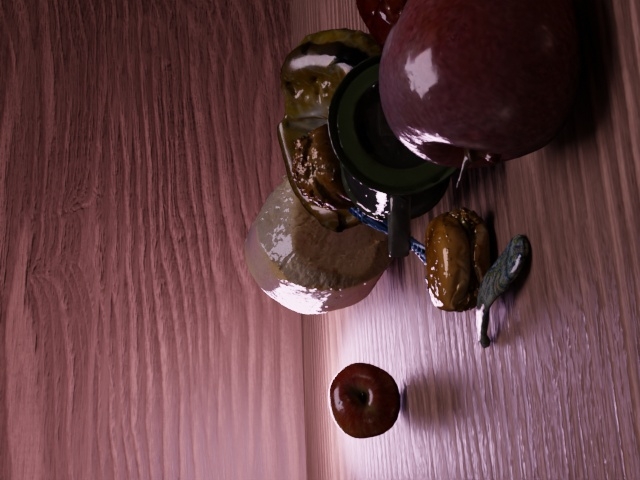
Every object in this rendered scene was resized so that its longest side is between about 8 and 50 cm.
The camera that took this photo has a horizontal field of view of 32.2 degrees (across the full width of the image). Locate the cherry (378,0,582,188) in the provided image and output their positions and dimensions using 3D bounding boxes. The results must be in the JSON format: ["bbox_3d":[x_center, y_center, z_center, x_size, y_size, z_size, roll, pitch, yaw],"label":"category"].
[{"bbox_3d":[0.183,-0.209,1.240,0.261,0.221,0.307,155,133,-79],"label":"cherry"}]

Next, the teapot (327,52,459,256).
[{"bbox_3d":[0.117,-0.109,1.650,0.337,0.200,0.270,74,-166,-82],"label":"teapot"}]

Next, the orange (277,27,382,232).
[{"bbox_3d":[0.061,-0.218,2.024,0.210,0.271,0.368,-35,-38,-46],"label":"orange"}]

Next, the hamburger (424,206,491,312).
[{"bbox_3d":[0.197,0.029,1.586,0.138,0.083,0.147,147,120,-76],"label":"hamburger"}]

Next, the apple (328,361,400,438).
[{"bbox_3d":[0.086,0.314,2.155,0.131,0.146,0.146,59,-152,-70],"label":"apple"}]

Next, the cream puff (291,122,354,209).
[{"bbox_3d":[0.015,-0.119,1.872,0.165,0.115,0.150,44,-149,-34],"label":"cream puff"}]

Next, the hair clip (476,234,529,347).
[{"bbox_3d":[0.233,0.073,1.478,0.229,0.036,0.066,100,174,-50],"label":"hair clip"}]

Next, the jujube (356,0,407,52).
[{"bbox_3d":[0.150,-0.352,1.591,0.290,0.197,0.197,77,-173,-55],"label":"jujube"}]

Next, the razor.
[{"bbox_3d":[0.122,-0.011,1.898,0.253,0.042,0.082,40,144,28],"label":"razor"}]

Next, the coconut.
[{"bbox_3d":[0.000,0.000,2.262,0.309,0.297,0.297,129,141,-70],"label":"coconut"}]
